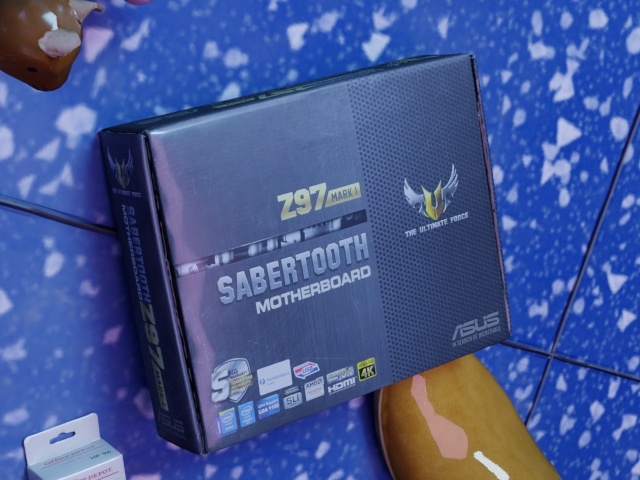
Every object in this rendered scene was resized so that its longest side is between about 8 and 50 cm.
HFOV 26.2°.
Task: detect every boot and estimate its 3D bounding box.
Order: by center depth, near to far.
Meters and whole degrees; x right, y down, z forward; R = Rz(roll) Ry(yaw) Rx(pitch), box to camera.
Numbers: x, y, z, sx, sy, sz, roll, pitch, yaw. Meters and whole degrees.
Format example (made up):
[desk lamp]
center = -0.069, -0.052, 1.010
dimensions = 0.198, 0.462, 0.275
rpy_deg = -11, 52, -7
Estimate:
[boot]
center = 0.162, 0.193, 0.900
dimensions = 0.104, 0.211, 0.295
rpy_deg = -40, 124, -21

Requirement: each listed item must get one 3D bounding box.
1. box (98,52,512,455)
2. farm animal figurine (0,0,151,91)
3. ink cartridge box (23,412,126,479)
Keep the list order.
[box]
center = 0.000, 0.000, 0.802
dimensions = 0.233, 0.059, 0.183
rpy_deg = -16, 104, -32
[farm animal figurine]
center = -0.085, -0.222, 0.542
dimensions = 0.330, 0.172, 0.326
rpy_deg = -49, 133, -41
[ink cartridge box]
center = -0.136, 0.146, 0.781
dimensions = 0.048, 0.028, 0.083
rpy_deg = -18, 114, -31
